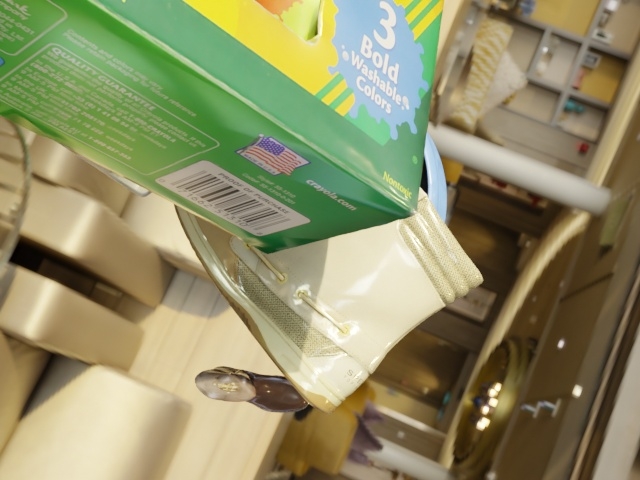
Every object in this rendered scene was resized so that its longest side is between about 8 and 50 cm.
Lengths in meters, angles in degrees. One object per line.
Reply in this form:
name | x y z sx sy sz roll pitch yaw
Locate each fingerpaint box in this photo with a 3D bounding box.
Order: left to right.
fingerpaint box | -0.109 -0.252 0.522 0.163 0.444 0.371 -15 -125 44

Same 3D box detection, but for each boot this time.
boot | -0.060 0.139 0.779 0.114 0.106 0.037 106 -5 -80
boot | 0.000 0.000 0.785 0.203 0.262 0.095 -39 157 -1

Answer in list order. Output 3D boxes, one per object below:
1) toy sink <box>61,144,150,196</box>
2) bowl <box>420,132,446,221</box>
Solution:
toy sink | -0.311 -0.202 1.247 0.153 0.234 0.131 -55 178 -24
bowl | 0.010 -0.045 1.240 0.077 0.391 0.391 17 97 -52
